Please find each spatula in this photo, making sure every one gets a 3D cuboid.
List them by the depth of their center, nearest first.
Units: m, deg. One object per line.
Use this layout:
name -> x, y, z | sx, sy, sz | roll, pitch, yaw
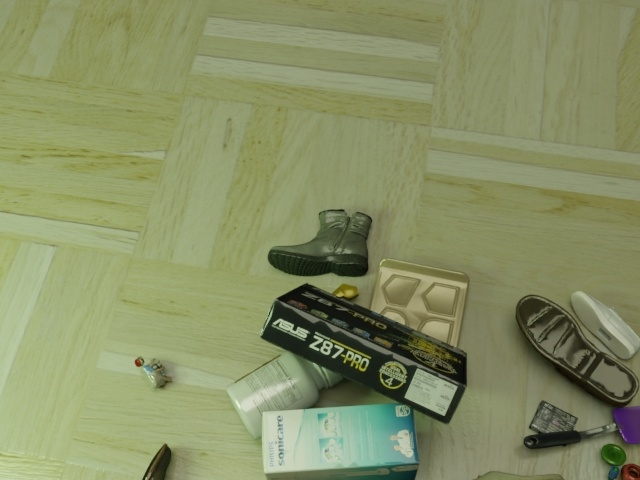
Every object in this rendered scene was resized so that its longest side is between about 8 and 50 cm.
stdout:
spatula -> 0.565, 0.403, 1.713 | 0.297, 0.030, 0.084 | -8, 56, -8

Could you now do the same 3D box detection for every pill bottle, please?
pill bottle -> -0.074, 0.311, 1.749 | 0.229, 0.131, 0.131 | -29, 65, -13

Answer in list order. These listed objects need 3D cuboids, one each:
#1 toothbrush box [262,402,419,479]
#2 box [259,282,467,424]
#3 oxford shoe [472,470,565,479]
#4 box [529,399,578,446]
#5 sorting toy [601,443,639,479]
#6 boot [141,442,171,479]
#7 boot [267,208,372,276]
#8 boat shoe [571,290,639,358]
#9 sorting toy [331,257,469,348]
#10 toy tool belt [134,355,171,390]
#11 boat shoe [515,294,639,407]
toothbrush box -> 0.039, 0.422, 1.638 | 0.296, 0.216, 0.126 | -5, 61, 1
box -> 0.101, 0.217, 1.669 | 0.395, 0.318, 0.097 | 23, 95, 9
oxford shoe -> 0.309, 0.544, 1.634 | 0.397, 0.140, 0.146 | -4, 31, 6
box -> 0.497, 0.389, 1.748 | 0.083, 0.018, 0.067 | 26, 66, 15
sorting toy -> 0.617, 0.472, 1.692 | 0.061, 0.042, 0.102 | -24, 50, -27
boot -> -0.327, 0.535, 1.685 | 0.106, 0.082, 0.219 | 25, 59, -9
boot -> 0.000, 0.000, 1.952 | 0.247, 0.083, 0.161 | 4, 57, -4
boat shoe -> 0.642, 0.179, 1.833 | 0.063, 0.066, 0.184 | -29, 61, -28
sorting toy -> 0.171, 0.158, 1.872 | 0.307, 0.041, 0.229 | 11, 71, 8
toy tool belt -> -0.371, 0.290, 1.825 | 0.051, 0.052, 0.083 | -20, 61, -44
boat shoe -> 0.541, 0.248, 1.778 | 0.111, 0.104, 0.307 | -40, 69, -8
